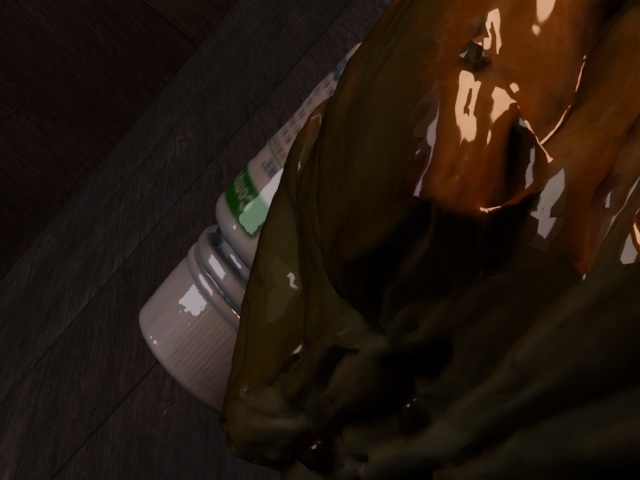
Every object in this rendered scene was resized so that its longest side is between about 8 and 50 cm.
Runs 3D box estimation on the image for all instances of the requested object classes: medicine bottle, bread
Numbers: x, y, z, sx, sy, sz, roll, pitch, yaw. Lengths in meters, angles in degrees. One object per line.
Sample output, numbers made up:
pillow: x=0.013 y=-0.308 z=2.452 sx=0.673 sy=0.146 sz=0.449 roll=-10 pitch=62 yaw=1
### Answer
medicine bottle: x=0.000 y=0.000 z=0.814 sx=0.237 sy=0.139 sz=0.139 roll=-48 pitch=16 yaw=14
bread: x=0.094 y=-0.042 z=0.558 sx=0.370 sy=0.191 sz=0.314 roll=-26 pitch=30 yaw=59
